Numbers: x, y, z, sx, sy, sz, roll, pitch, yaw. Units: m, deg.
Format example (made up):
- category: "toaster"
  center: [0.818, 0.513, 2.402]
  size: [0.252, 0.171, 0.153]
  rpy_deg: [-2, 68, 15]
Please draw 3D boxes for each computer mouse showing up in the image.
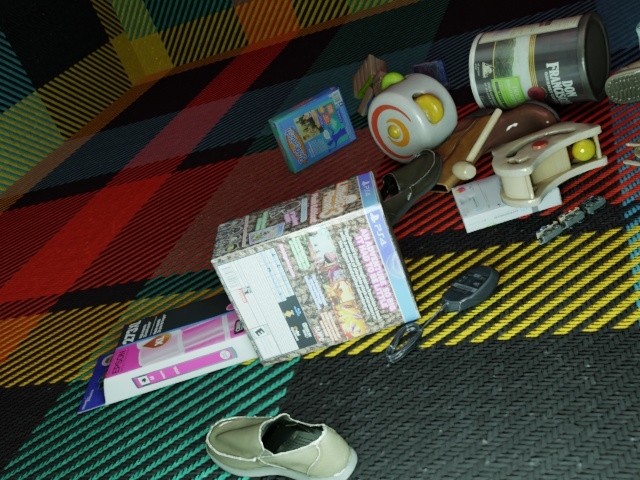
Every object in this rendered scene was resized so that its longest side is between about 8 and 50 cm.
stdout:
- category: "computer mouse"
  center: [0.202, 0.125, 1.179]
  size: [0.242, 0.041, 0.071]
  rpy_deg: [-37, 21, -13]

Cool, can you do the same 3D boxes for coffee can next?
- category: "coffee can"
  center: [0.523, -0.418, 1.728]
  size: [0.275, 0.201, 0.201]
  rpy_deg: [0, 35, 38]

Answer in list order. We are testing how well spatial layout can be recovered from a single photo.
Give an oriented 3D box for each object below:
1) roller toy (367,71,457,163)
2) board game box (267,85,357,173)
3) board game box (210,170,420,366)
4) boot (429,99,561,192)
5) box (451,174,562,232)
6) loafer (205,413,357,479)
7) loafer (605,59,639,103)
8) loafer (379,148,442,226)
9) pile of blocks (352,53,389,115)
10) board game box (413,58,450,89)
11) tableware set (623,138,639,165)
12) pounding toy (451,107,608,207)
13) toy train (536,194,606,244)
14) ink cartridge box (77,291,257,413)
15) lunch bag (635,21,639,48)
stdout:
- category: "roller toy"
  center: [0.217, -0.287, 1.732]
  size: [0.209, 0.191, 0.146]
  rpy_deg: [27, 52, 36]
- category: "board game box"
  center: [-0.019, -0.301, 1.971]
  size: [0.210, 0.160, 0.047]
  rpy_deg: [-31, 28, -17]
- category: "board game box"
  center: [-0.006, 0.050, 1.247]
  size: [0.291, 0.232, 0.141]
  rpy_deg: [-18, 27, 7]
- category: "boot"
  center: [0.351, -0.202, 1.588]
  size: [0.280, 0.096, 0.264]
  rpy_deg: [-40, 35, -26]
- category: "box"
  center: [0.363, -0.089, 1.433]
  size: [0.186, 0.038, 0.145]
  rpy_deg: [-17, 27, 8]
- category: "loafer"
  center: [-0.067, 0.281, 1.032]
  size: [0.251, 0.087, 0.094]
  rpy_deg: [-4, 33, 32]
- category: "loafer"
  center: [0.763, -0.373, 1.576]
  size: [0.268, 0.102, 0.092]
  rpy_deg: [-4, 38, 33]
- category: "loafer"
  center: [0.176, -0.119, 1.533]
  size: [0.220, 0.078, 0.080]
  rpy_deg: [-50, 37, -16]
- category: "pile of blocks"
  center: [0.198, -0.403, 2.084]
  size: [0.112, 0.149, 0.362]
  rpy_deg: [14, 27, -24]
- category: "board game box"
  center: [0.323, -0.472, 2.097]
  size: [0.090, 0.090, 0.020]
  rpy_deg: [-5, 28, 31]
- category: "tableware set"
  center: [0.678, -0.177, 1.353]
  size: [0.128, 0.039, 0.194]
  rpy_deg: [-34, 29, -22]
- category: "pounding toy"
  center: [0.386, -0.165, 1.339]
  size: [0.269, 0.155, 0.154]
  rpy_deg: [-21, 23, 0]
- category: "toy train"
  center: [0.443, -0.039, 1.294]
  size: [0.158, 0.027, 0.036]
  rpy_deg: [-31, 25, -17]
- category: "ink cartridge box"
  center: [-0.288, 0.202, 1.376]
  size: [0.371, 0.069, 0.176]
  rpy_deg: [-21, 27, 9]
- category: "lunch bag"
  center: [0.895, -0.497, 1.694]
  size: [0.279, 0.108, 0.224]
  rpy_deg: [6, 42, 45]
